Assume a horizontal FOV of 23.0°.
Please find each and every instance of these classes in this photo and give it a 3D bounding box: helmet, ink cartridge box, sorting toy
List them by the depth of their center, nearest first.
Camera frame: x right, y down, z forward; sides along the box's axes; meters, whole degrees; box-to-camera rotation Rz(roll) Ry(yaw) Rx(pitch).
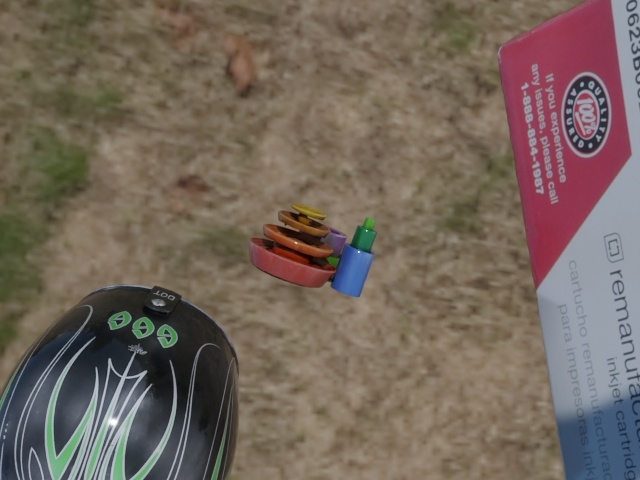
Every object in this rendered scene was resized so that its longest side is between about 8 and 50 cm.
[{"bbox_3d":[0.279,-0.022,0.732,0.384,0.160,0.279,-23,70,53],"label":"ink cartridge box"},{"bbox_3d":[0.000,0.000,0.841,0.061,0.102,0.042,22,97,11],"label":"sorting toy"},{"bbox_3d":[-0.130,0.127,0.988,0.169,0.169,0.161,-31,27,40],"label":"helmet"}]
